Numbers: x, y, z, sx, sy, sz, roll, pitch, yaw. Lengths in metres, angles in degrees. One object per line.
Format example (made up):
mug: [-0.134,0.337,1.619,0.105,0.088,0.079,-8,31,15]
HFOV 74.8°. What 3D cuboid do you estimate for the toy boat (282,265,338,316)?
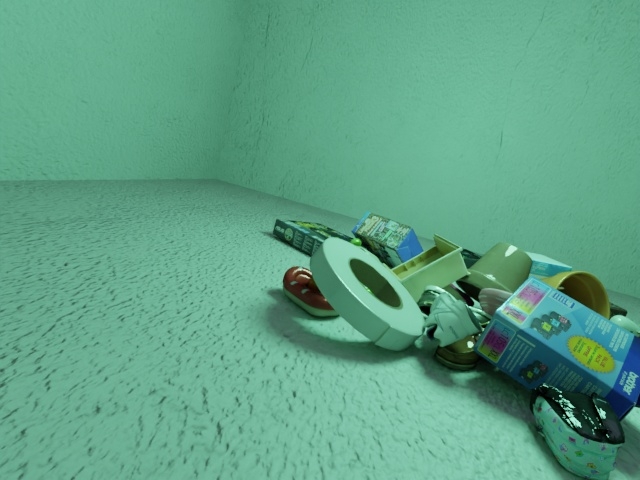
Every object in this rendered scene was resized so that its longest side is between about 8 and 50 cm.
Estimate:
toy boat: [-0.015,0.130,1.303,0.150,0.151,0.231,5,15,-42]

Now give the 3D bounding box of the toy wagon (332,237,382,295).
toy wagon: [0.115,0.106,1.551,0.344,0.068,0.267,3,45,-43]

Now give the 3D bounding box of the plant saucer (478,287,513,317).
plant saucer: [0.679,0.277,1.398,0.331,0.084,0.332,30,-9,5]

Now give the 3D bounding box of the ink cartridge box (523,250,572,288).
ink cartridge box: [0.904,0.199,1.823,0.197,0.270,0.198,11,12,-11]

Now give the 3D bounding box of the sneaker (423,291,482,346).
sneaker: [0.344,0.224,1.186,0.111,0.129,0.297,58,1,7]

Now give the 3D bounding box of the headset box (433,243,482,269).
headset box: [0.808,0.133,2.379,0.246,0.132,0.283,9,13,-22]

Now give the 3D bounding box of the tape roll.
tape roll: [0.139,0.147,1.222,0.391,0.072,0.392,36,19,-14]

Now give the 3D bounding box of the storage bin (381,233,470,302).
storage bin: [0.410,0.106,1.674,0.262,0.123,0.260,-29,17,-2]

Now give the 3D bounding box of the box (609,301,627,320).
box: [1.107,0.321,1.747,0.202,0.167,0.168,12,11,-10]

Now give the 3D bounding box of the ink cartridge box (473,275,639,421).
ink cartridge box: [0.641,0.292,1.058,0.395,0.151,0.269,37,41,29]

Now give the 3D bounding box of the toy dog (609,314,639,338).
toy dog: [1.200,0.409,1.480,0.333,0.220,0.161,12,40,29]

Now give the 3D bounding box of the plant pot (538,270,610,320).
plant pot: [0.908,0.259,1.604,0.290,0.291,0.203,11,-5,-18]

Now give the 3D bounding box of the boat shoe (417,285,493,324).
boat shoe: [0.472,0.267,1.409,0.304,0.109,0.091,30,56,16]

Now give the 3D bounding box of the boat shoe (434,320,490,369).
boat shoe: [0.435,0.290,1.213,0.307,0.105,0.110,1,19,-46]

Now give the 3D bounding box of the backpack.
backpack: [0.524,0.384,0.848,0.151,0.115,0.182,3,11,6]

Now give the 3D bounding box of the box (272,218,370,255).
box: [0.000,0.000,2.097,0.318,0.097,0.394,1,19,-44]

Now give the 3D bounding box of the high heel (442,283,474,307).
high heel: [0.527,0.215,1.760,0.244,0.082,0.117,37,11,30]

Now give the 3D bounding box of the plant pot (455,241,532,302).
plant pot: [0.703,0.138,1.651,0.263,0.229,0.263,35,-6,4]

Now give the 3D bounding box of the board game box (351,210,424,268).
board game box: [0.337,0.011,2.086,0.290,0.141,0.232,26,-20,43]
